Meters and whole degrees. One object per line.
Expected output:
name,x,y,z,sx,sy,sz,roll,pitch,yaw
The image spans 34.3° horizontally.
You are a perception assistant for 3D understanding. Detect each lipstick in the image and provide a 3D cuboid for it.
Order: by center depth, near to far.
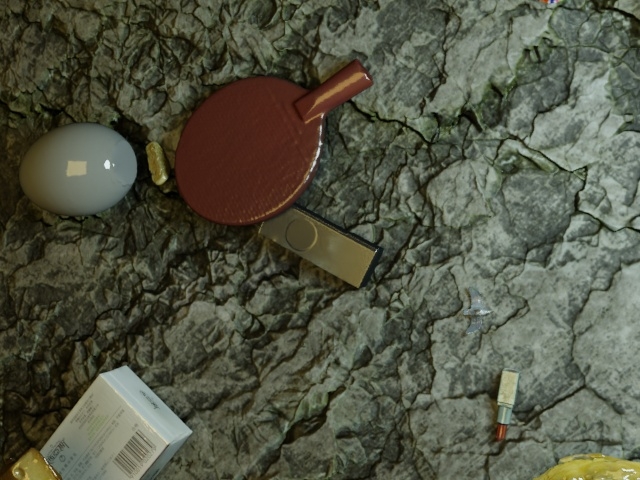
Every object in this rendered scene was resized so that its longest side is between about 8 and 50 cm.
lipstick,0.320,0.287,1.792,0.030,0.030,0.129,10,97,17

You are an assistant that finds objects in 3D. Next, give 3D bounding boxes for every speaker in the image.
speaker,0.000,0.000,1.872,0.218,0.044,0.082,29,101,15

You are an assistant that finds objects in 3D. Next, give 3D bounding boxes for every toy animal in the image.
toy animal,0.275,0.123,1.798,0.050,0.028,0.084,8,96,26

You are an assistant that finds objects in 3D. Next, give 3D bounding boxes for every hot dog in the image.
hot dog,-0.306,-0.145,1.970,0.030,0.034,0.090,-29,65,27

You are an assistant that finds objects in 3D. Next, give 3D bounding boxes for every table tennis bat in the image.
table tennis bat,-0.089,-0.192,1.873,0.414,0.051,0.268,-33,72,13

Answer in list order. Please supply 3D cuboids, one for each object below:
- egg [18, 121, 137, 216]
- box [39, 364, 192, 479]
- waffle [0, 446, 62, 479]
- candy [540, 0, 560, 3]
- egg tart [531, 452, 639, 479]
egg,-0.461,-0.131,1.945,0.231,0.176,0.176,-13,89,20
box,-0.404,0.401,1.992,0.194,0.111,0.260,43,107,12
waffle,-0.492,0.526,1.928,0.304,0.077,0.348,51,150,-3
candy,0.440,-0.552,1.673,0.124,0.124,0.365,34,96,13
egg tart,0.471,0.506,1.706,0.341,0.129,0.341,1,94,19
